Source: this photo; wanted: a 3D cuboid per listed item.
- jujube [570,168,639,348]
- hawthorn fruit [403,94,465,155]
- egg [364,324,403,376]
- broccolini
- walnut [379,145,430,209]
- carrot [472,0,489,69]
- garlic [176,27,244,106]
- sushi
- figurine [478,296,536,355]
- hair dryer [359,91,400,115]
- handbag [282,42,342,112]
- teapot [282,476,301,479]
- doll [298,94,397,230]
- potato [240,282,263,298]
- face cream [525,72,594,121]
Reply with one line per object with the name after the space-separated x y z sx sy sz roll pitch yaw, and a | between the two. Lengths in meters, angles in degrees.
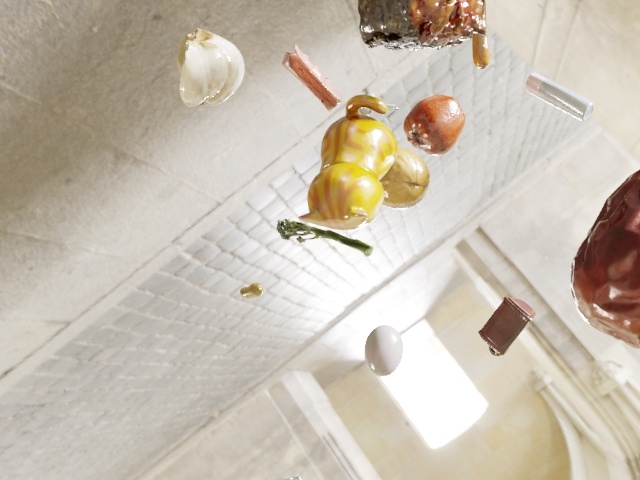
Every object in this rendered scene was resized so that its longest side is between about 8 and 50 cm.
0.418 0.012 0.775 0.250 0.174 0.174 -52 165 -6 | jujube
0.265 -0.272 1.455 0.138 0.133 0.133 -37 165 -14 | hawthorn fruit
0.164 0.286 1.641 0.103 0.135 0.103 8 167 2 | egg
0.004 0.001 2.016 0.079 0.392 0.074 -20 118 -40 | broccolini
0.235 -0.196 1.953 0.193 0.225 0.193 -10 119 -18 | walnut
0.408 -0.558 1.618 0.043 0.248 0.043 -1 175 0 | carrot
-0.301 -0.457 1.736 0.185 0.281 0.203 6 120 -18 | garlic
0.189 -0.461 1.194 0.182 0.196 0.343 -3 -170 29 | sushi
0.451 0.210 1.520 0.098 0.082 0.154 -5 131 -49 | figurine
0.178 -0.400 1.862 0.063 0.124 0.038 -69 152 -21 | hair dryer
-0.024 -0.501 1.945 0.059 0.212 0.157 -40 -158 18 | handbag
-0.060 0.490 1.192 0.066 0.057 0.088 -9 140 -29 | teapot
0.063 -0.137 1.287 0.167 0.269 0.162 -8 149 31 | doll
-0.210 0.157 1.958 0.092 0.045 0.046 -23 172 35 | potato
0.687 -0.414 1.819 0.057 0.198 0.084 -49 152 0 | face cream
